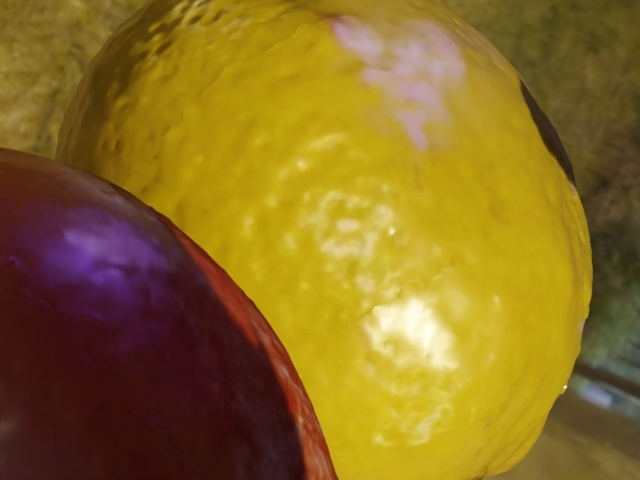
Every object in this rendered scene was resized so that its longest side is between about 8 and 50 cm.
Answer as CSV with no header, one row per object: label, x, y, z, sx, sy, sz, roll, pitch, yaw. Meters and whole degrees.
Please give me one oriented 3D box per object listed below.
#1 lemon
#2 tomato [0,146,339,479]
lemon,-0.001,-0.002,0.702,0.284,0.260,0.260,-109,-150,-46
tomato,-0.073,0.096,0.370,0.200,0.139,0.233,-44,132,-18
